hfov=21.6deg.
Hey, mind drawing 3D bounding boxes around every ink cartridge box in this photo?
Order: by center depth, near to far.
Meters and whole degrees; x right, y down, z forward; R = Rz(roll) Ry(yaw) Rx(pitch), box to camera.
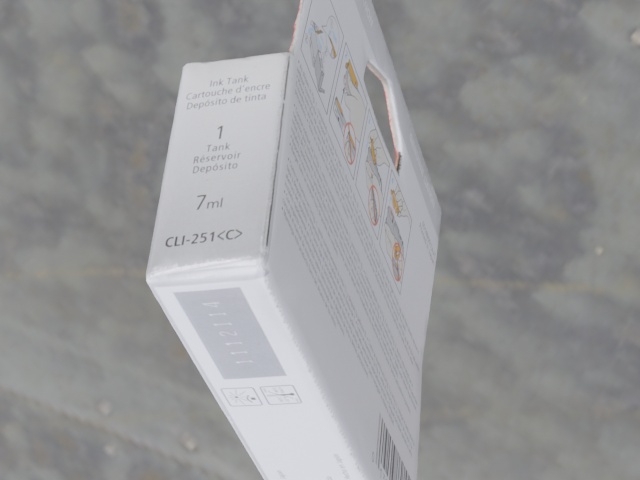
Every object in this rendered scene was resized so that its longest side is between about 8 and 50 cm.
[{"bbox_3d":[0.000,0.000,0.938,0.066,0.261,0.296,-5,141,16],"label":"ink cartridge box"}]
